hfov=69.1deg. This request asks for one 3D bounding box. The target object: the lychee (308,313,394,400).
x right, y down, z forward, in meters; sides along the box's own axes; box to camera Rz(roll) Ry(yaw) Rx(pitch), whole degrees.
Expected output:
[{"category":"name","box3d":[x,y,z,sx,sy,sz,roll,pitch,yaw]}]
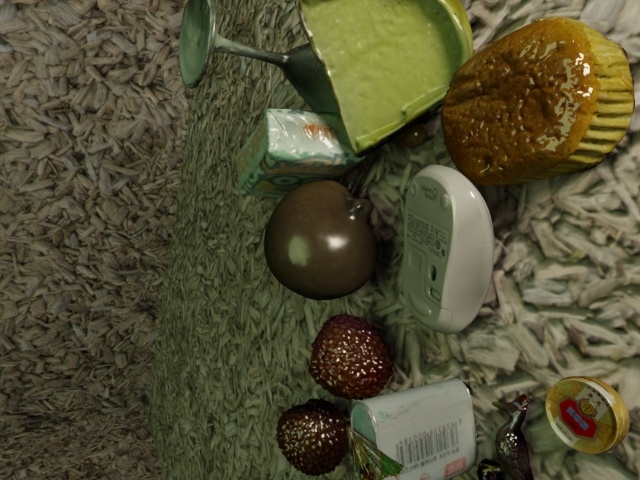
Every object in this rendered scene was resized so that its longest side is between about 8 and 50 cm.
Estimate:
[{"category":"lychee","box3d":[0.072,0.256,1.017,0.188,0.188,0.188,-1,89,56]}]

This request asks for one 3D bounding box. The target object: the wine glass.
[{"category":"wine glass","box3d":[-0.099,-0.419,1.076,0.267,0.406,0.267,0,90,54]}]

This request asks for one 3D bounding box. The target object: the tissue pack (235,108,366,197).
[{"category":"tissue pack","box3d":[-0.058,-0.198,1.117,0.311,0.228,0.127,153,113,-65]}]

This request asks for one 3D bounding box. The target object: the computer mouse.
[{"category":"computer mouse","box3d":[0.229,0.018,0.809,0.184,0.121,0.296,-139,48,-68]}]

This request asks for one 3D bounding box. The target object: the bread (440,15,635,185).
[{"category":"bread","box3d":[0.308,-0.200,0.696,0.253,0.143,0.227,-3,95,55]}]

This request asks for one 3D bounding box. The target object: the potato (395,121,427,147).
[{"category":"potato","box3d":[0.188,-0.219,0.963,0.083,0.040,0.051,4,105,58]}]

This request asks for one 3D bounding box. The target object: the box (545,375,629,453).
[{"category":"box","box3d":[0.381,0.249,0.668,0.106,0.037,0.105,-2,88,56]}]

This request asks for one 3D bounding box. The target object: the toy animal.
[{"category":"toy animal","box3d":[0.314,0.345,0.763,0.105,0.070,0.202,14,99,43]}]

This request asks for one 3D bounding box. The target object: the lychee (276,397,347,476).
[{"category":"lychee","box3d":[-0.019,0.488,1.153,0.188,0.188,0.187,-1,89,56]}]

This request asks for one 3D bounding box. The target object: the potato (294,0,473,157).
[{"category":"potato","box3d":[0.155,-0.374,0.893,0.280,0.212,0.330,-9,121,34]}]

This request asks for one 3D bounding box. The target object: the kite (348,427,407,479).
[{"category":"kite","box3d":[0.096,0.405,0.714,0.198,0.006,0.244,-59,44,41]}]

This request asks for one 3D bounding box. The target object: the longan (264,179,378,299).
[{"category":"longan","box3d":[0.000,0.000,1.066,0.300,0.243,0.300,-3,86,42]}]

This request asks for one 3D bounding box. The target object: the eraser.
[{"category":"eraser","box3d":[0.168,0.347,0.819,0.081,0.227,0.173,-14,80,59]}]
